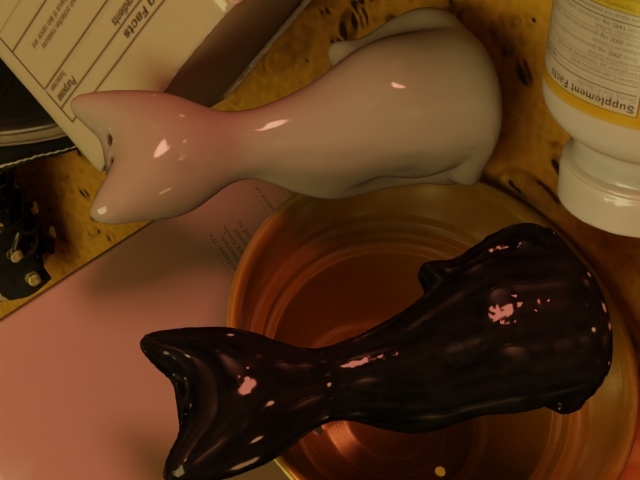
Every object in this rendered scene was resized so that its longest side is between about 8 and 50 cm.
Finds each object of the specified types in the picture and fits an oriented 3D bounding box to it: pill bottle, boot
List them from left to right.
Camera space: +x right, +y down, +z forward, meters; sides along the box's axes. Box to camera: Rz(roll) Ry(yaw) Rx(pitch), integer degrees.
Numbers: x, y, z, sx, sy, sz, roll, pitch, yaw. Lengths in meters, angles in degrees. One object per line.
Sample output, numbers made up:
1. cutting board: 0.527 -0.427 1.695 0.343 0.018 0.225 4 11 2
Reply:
1. boot: -0.199 -0.040 0.968 0.236 0.085 0.178 -3 142 27
2. pill bottle: 0.154 -0.098 0.687 0.103 0.103 0.184 20 125 26

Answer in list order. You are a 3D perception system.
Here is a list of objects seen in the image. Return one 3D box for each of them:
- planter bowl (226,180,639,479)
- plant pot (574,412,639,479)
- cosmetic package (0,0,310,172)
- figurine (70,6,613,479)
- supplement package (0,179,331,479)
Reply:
1. planter bowl: 0.047 0.074 0.803 0.217 0.217 0.090 43 147 9
2. plant pot: 0.181 0.245 0.793 0.291 0.203 0.291 17 122 28
3. cosmetic package: -0.143 -0.206 0.825 0.296 0.129 0.153 50 131 3
4. figurine: 0.000 0.000 0.729 0.092 0.209 0.215 113 141 -57
5. supplement package: -0.107 0.103 0.860 0.175 0.293 0.177 -31 94 42
